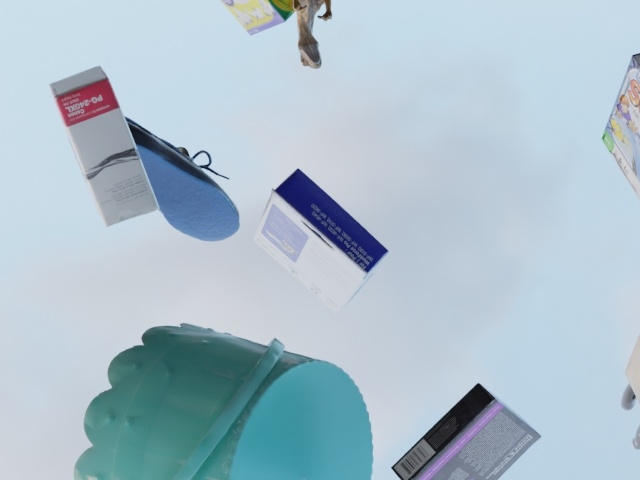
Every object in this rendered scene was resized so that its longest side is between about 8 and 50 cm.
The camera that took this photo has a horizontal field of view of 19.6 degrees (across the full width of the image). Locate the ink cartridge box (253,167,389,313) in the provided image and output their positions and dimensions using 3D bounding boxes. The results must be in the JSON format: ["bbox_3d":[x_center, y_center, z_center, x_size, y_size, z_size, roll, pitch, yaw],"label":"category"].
[{"bbox_3d":[0.000,0.000,2.440,0.065,0.165,0.333,-47,178,-11],"label":"ink cartridge box"}]

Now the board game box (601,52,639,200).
[{"bbox_3d":[0.360,-0.076,1.876,0.035,0.136,0.201,-15,-124,-19],"label":"board game box"}]

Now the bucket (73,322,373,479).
[{"bbox_3d":[-0.088,0.222,1.819,0.183,0.281,0.281,6,-149,35],"label":"bucket"}]

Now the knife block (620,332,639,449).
[{"bbox_3d":[0.419,0.171,2.244,0.275,0.242,0.088,10,-132,-49],"label":"knife block"}]

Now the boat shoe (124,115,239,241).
[{"bbox_3d":[-0.194,-0.094,2.487,0.109,0.258,0.089,-28,-135,16],"label":"boat shoe"}]

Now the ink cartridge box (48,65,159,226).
[{"bbox_3d":[-0.229,-0.099,1.947,0.063,0.151,0.109,-21,-165,-7],"label":"ink cartridge box"}]

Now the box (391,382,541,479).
[{"bbox_3d":[0.141,0.201,1.761,0.116,0.162,0.029,-45,-120,3],"label":"box"}]

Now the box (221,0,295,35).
[{"bbox_3d":[-0.117,-0.365,2.511,0.043,0.179,0.105,-48,-162,-26],"label":"box"}]

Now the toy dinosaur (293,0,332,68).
[{"bbox_3d":[-0.001,-0.268,1.719,0.064,0.212,0.112,15,172,5],"label":"toy dinosaur"}]
